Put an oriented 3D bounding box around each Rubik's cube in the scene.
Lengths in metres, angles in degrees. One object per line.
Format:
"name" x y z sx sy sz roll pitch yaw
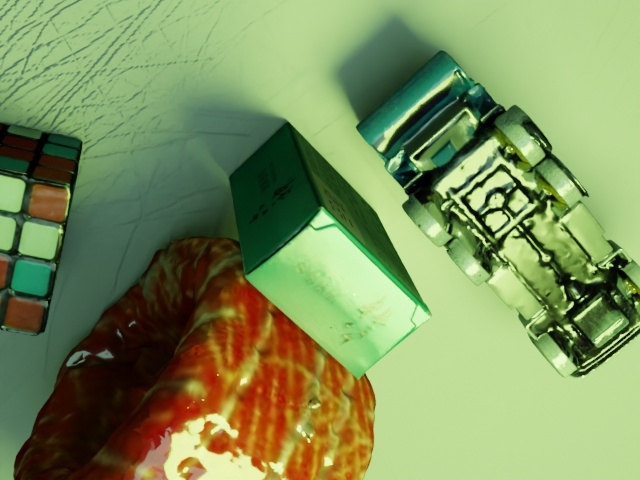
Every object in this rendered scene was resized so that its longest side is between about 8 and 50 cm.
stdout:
"Rubik's cube" -0.317 -0.021 0.870 0.155 0.151 0.154 12 109 -15

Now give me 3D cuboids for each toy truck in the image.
"toy truck" 0.192 -0.027 0.945 0.146 0.175 0.367 -40 113 9

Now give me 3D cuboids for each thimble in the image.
"thimble" -0.119 0.183 0.890 0.350 0.350 0.230 -45 113 10

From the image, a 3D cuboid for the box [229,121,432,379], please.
"box" 0.000 0.000 0.884 0.092 0.245 0.153 -42 112 10
